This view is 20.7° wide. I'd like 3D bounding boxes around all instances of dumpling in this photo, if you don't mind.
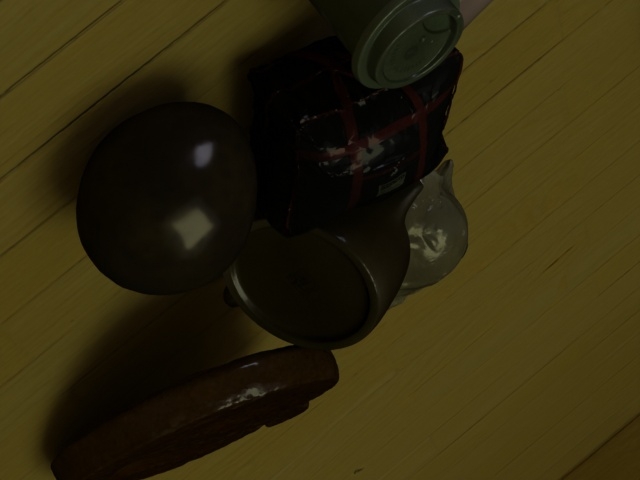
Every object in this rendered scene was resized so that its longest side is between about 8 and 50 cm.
[{"bbox_3d":[0.104,-0.005,2.048,0.136,0.118,0.199,5,107,-59],"label":"dumpling"}]

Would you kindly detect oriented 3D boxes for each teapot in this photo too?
[{"bbox_3d":[0.000,0.000,1.859,0.267,0.185,0.175,-24,-158,40],"label":"teapot"}]

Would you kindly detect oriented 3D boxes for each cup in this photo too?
[{"bbox_3d":[0.050,-0.219,1.600,0.120,0.141,0.120,-32,156,-16],"label":"cup"}]

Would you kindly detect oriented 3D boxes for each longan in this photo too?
[{"bbox_3d":[-0.130,-0.040,1.612,0.204,0.159,0.185,-9,132,-57],"label":"longan"}]

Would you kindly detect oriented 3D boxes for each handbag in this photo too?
[{"bbox_3d":[0.029,-0.121,1.706,0.215,0.155,0.169,-28,144,-22],"label":"handbag"}]

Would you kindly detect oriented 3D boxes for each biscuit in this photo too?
[{"bbox_3d":[-0.129,0.194,1.974,0.314,0.063,0.367,-11,164,-47],"label":"biscuit"}]

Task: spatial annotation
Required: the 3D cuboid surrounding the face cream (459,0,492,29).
[{"bbox_3d":[0.199,-0.322,1.724,0.269,0.073,0.107,-44,146,8],"label":"face cream"}]
